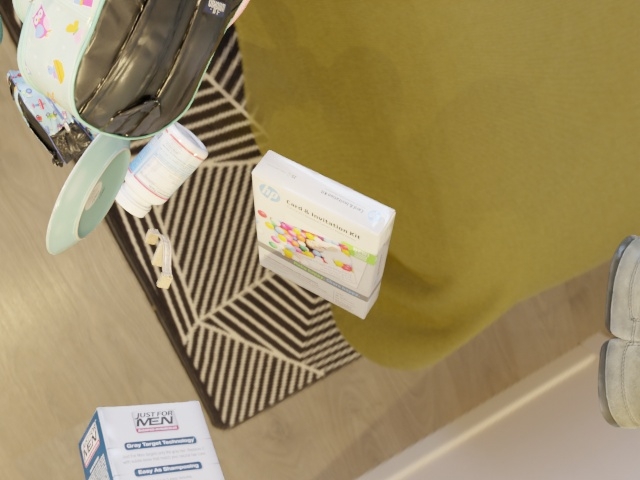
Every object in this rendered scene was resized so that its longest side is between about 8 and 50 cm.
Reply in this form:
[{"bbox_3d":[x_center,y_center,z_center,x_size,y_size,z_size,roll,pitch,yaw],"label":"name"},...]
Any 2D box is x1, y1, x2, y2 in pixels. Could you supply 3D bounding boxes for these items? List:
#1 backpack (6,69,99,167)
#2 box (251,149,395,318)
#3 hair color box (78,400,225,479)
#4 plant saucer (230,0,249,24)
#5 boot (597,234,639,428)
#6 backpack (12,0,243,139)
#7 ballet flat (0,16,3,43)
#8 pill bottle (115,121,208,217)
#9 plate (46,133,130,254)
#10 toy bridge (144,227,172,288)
[{"bbox_3d":[-0.500,-0.252,1.359,0.117,0.158,0.173,-31,140,-9],"label":"backpack"},{"bbox_3d":[0.000,0.000,0.782,0.038,0.145,0.186,-55,165,-29],"label":"box"},{"bbox_3d":[-0.223,0.410,1.054,0.174,0.347,0.105,6,132,-36],"label":"hair color box"},{"bbox_3d":[-0.253,-0.562,1.440,0.332,0.084,0.332,-39,148,-31],"label":"plant saucer"},{"bbox_3d":[0.247,0.013,0.433,0.083,0.161,0.246,9,94,-35],"label":"boot"},{"bbox_3d":[-0.160,-0.184,0.590,0.166,0.144,0.188,-10,123,-65],"label":"backpack"},{"bbox_3d":[-0.621,-0.442,1.168,0.123,0.123,0.348,-24,159,-14],"label":"ballet flat"},{"bbox_3d":[-0.271,-0.117,1.221,0.160,0.087,0.087,-46,121,9],"label":"pill bottle"},{"bbox_3d":[-0.274,-0.062,0.889,0.024,0.188,0.188,28,98,-3],"label":"plate"},{"bbox_3d":[-0.350,0.028,1.596,0.026,0.188,0.063,14,117,-32],"label":"toy bridge"}]
